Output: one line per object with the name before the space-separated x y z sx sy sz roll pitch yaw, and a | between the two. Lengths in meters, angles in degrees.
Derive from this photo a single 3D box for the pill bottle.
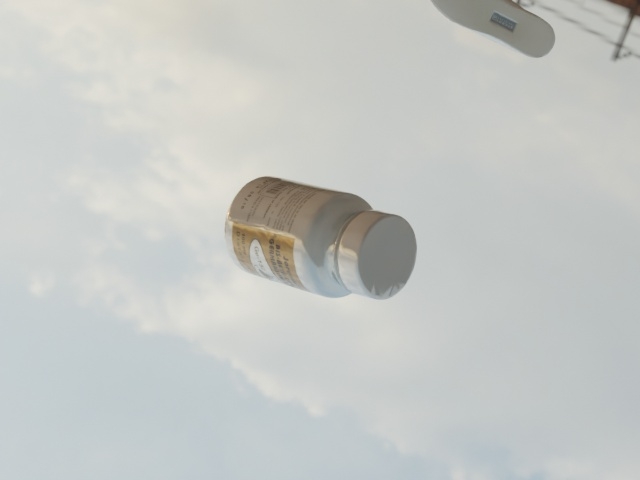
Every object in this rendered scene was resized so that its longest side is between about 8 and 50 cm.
pill bottle | 0.000 0.000 1.428 0.131 0.131 0.229 -15 -159 -42

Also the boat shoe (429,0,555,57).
boat shoe | 0.198 -0.280 1.406 0.184 0.066 0.063 21 -172 -13
